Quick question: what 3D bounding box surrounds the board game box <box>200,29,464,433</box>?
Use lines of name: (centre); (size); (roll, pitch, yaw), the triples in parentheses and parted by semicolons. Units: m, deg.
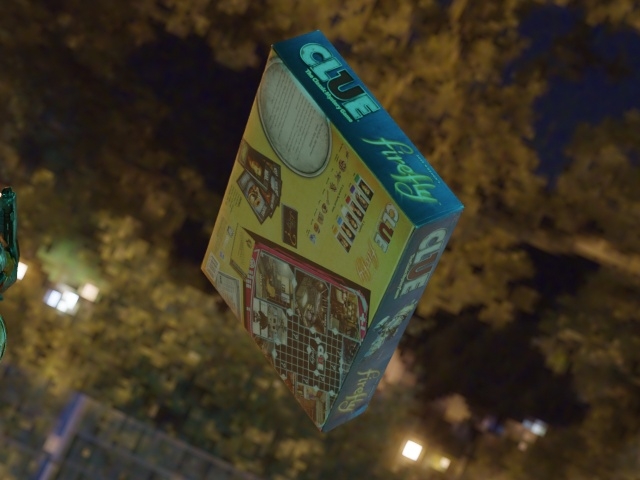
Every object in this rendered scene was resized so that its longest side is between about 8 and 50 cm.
board game box: (0.000, 0.000, 1.166); (0.165, 0.042, 0.243); (53, -34, 23)

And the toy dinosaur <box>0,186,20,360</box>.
toy dinosaur: (-0.282, 0.065, 1.180); (0.164, 0.322, 0.218); (-7, 10, 38)
